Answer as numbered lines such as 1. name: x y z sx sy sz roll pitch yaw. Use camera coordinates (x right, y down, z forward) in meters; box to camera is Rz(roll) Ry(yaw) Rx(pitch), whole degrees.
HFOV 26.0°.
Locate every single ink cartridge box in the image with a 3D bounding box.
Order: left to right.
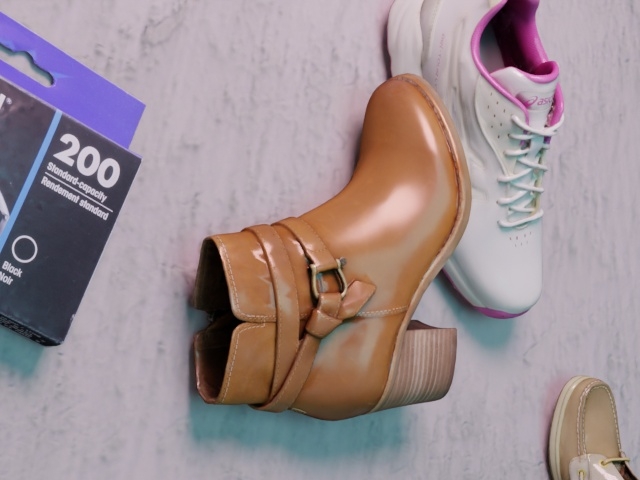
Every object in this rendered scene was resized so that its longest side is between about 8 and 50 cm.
1. ink cartridge box: -0.228 -0.061 0.956 0.206 0.045 0.208 31 67 -30

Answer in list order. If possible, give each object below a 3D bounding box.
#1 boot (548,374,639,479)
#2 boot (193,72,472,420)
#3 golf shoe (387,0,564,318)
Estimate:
1. boot: 0.286 0.227 1.231 0.077 0.165 0.213 0 87 -37
2. boot: 0.000 0.000 1.096 0.220 0.109 0.283 3 91 -32
3. golf shoe: 0.148 -0.080 1.179 0.115 0.140 0.306 -21 99 -38
